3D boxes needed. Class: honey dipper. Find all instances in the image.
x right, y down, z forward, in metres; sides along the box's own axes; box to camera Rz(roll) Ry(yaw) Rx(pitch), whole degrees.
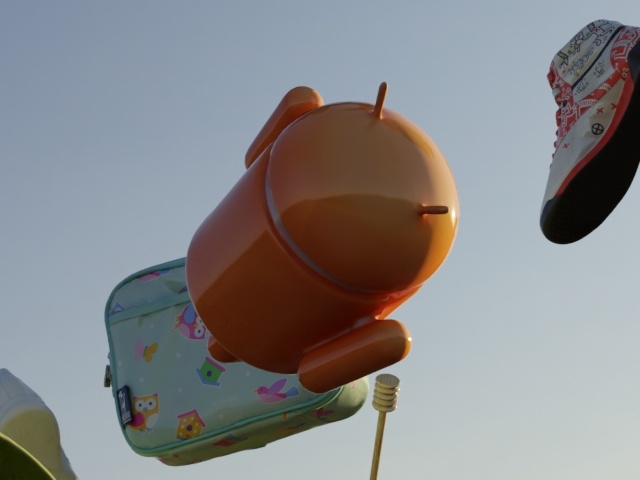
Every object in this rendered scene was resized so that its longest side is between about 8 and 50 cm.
[{"bbox_3d":[0.070,0.232,1.765,0.030,0.160,0.030,5,25,-2],"label":"honey dipper"}]

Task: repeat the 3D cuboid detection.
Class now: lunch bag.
[{"bbox_3d":[-0.100,0.111,1.610,0.279,0.224,0.108,-18,-21,16],"label":"lunch bag"}]

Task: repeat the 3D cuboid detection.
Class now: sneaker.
[{"bbox_3d":[0.314,-0.135,1.786,0.090,0.270,0.145,21,12,-36],"label":"sneaker"},{"bbox_3d":[-0.296,0.221,1.528,0.080,0.094,0.212,-17,-50,-22],"label":"sneaker"}]

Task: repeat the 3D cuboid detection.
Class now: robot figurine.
[{"bbox_3d":[0.001,0.002,0.915,0.128,0.158,0.219,31,-43,-12],"label":"robot figurine"}]

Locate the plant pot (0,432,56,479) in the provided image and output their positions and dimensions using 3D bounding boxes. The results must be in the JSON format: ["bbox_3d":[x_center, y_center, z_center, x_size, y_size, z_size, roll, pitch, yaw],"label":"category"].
[{"bbox_3d":[-0.352,0.301,1.085,0.293,0.274,0.275,-28,-24,33],"label":"plant pot"}]
